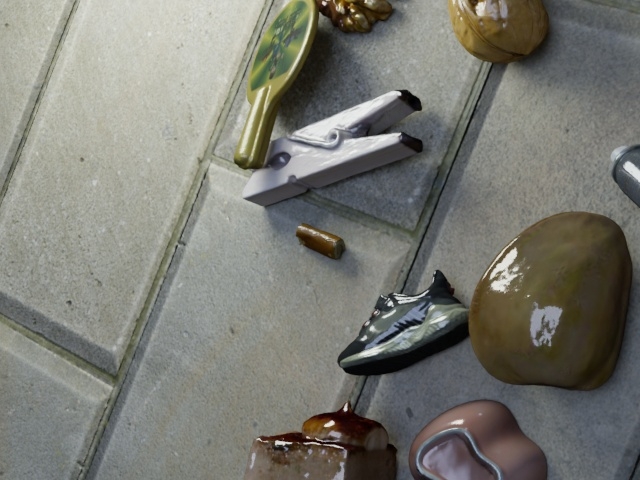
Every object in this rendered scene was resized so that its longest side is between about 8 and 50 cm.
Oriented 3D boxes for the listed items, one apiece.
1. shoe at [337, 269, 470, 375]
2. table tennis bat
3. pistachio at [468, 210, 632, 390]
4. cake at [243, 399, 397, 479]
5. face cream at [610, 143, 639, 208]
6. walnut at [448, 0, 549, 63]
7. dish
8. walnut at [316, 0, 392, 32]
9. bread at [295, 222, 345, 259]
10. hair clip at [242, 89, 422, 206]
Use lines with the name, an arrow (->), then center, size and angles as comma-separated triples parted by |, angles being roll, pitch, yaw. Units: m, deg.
shoe -> 0.125, 0.129, 1.624 | 0.227, 0.099, 0.112 | -23, 64, 19
table tennis bat -> -0.077, -0.265, 1.767 | 0.198, 0.050, 0.321 | -10, 59, 59
pistachio -> 0.324, 0.081, 1.483 | 0.212, 0.163, 0.261 | 14, 85, -4
cake -> -0.008, 0.382, 1.586 | 0.198, 0.196, 0.293 | 2, 83, 31
face cream -> 0.474, -0.050, 1.418 | 0.073, 0.073, 0.283 | -47, 34, 13
walnut -> 0.264, -0.354, 1.609 | 0.144, 0.144, 0.180 | -21, 80, 24
dish -> 0.214, 0.338, 1.534 | 0.213, 0.090, 0.213 | -5, 78, 27
walnut -> 0.048, -0.426, 1.776 | 0.170, 0.069, 0.143 | 26, 94, 27
bread -> 0.000, 0.000, 1.740 | 0.083, 0.047, 0.036 | 23, 62, 28
hair clip -> 0.014, -0.144, 1.734 | 0.330, 0.085, 0.101 | -20, 70, 31
